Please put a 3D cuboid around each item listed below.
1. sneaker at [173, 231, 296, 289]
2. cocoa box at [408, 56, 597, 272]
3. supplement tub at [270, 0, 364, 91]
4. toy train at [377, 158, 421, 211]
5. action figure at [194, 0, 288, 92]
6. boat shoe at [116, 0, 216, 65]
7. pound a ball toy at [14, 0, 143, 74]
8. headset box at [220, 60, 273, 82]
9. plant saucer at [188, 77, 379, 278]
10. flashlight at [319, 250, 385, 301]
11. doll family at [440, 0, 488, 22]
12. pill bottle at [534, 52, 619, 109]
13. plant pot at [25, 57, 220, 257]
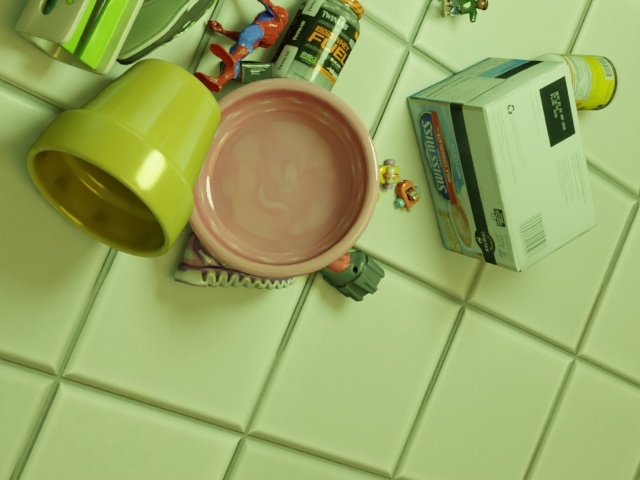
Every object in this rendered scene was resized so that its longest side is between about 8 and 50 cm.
[{"bbox_3d":[-0.141,0.030,1.877,0.236,0.095,0.105,5,90,-35],"label":"sneaker"},{"bbox_3d":[0.356,-0.155,2.093,0.231,0.228,0.347,-29,116,-26],"label":"cocoa box"},{"bbox_3d":[-0.006,-0.338,1.865,0.117,0.117,0.190,30,83,-36],"label":"supplement tub"},{"bbox_3d":[0.129,-0.083,2.063,0.166,0.046,0.125,-32,117,-26],"label":"toy train"},{"bbox_3d":[-0.145,-0.352,1.754,0.139,0.091,0.280,39,35,0],"label":"action figure"},{"bbox_3d":[-0.244,-0.353,1.716,0.228,0.081,0.069,-47,152,-15],"label":"boat shoe"},{"bbox_3d":[-0.347,-0.436,1.572,0.319,0.135,0.208,-67,156,-6],"label":"pound a ball toy"},{"bbox_3d":[-0.123,-0.286,1.815,0.062,0.083,0.032,-7,105,-33],"label":"headset box"},{"bbox_3d":[-0.067,-0.101,1.796,0.332,0.084,0.332,0,86,3],"label":"plant saucer"},{"bbox_3d":[0.000,0.000,1.958,0.304,0.103,0.103,38,83,-34],"label":"flashlight"},{"bbox_3d":[0.272,-0.515,2.043,0.111,0.076,0.193,-11,113,-13],"label":"doll family"},{"bbox_3d":[0.511,-0.329,2.230,0.215,0.117,0.117,-4,103,-34],"label":"pill bottle"},{"bbox_3d":[-0.280,-0.142,1.653,0.254,0.254,0.239,50,58,-32],"label":"plant pot"}]
